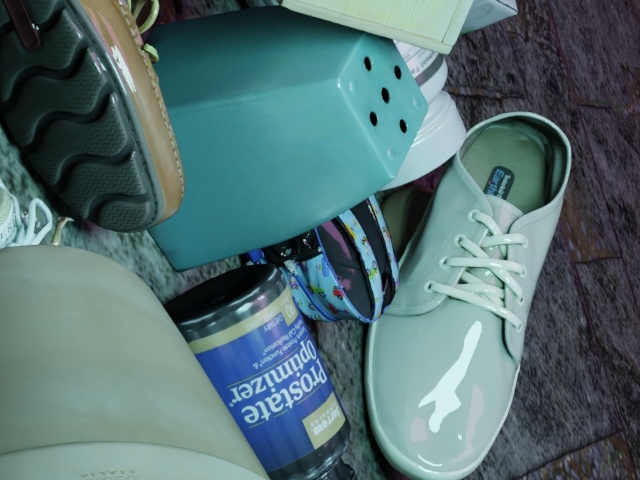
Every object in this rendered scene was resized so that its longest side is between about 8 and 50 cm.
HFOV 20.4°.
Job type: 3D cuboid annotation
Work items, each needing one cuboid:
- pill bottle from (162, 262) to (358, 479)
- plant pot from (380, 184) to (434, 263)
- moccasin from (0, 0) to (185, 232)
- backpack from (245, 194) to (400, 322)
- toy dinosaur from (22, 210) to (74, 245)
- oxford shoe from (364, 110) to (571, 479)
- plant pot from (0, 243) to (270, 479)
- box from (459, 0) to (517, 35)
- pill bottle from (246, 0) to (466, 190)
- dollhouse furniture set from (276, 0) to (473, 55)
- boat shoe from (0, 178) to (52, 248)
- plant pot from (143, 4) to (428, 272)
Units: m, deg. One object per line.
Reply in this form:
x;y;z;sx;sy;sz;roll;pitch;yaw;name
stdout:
-0.048;0.140;1.516;0.219;0.123;0.123;66;26;-14;pill bottle
0.166;0.042;2.035;0.237;0.110;0.237;44;37;-47;plant pot
-0.206;-0.187;1.413;0.380;0.139;0.147;61;34;-2;moccasin
0.000;0.000;1.712;0.173;0.117;0.158;65;26;-13;backpack
-0.207;0.042;1.360;0.092;0.053;0.183;-41;104;-47;toy dinosaur
0.159;0.041;1.871;0.169;0.130;0.449;23;62;-5;oxford shoe
-0.169;0.162;1.092;0.323;0.323;0.280;45;20;-45;plant pot
0.126;-0.391;2.216;0.262;0.127;0.231;7;68;-63;box
0.035;-0.206;1.867;0.283;0.161;0.161;62;27;-21;pill bottle
0.028;-0.368;1.518;0.362;0.256;0.394;13;25;-25;dollhouse furniture set
-0.261;-0.038;1.218;0.320;0.103;0.118;62;27;-21;boat shoe
-0.041;-0.103;1.527;0.165;0.234;0.165;58;38;-28;plant pot
